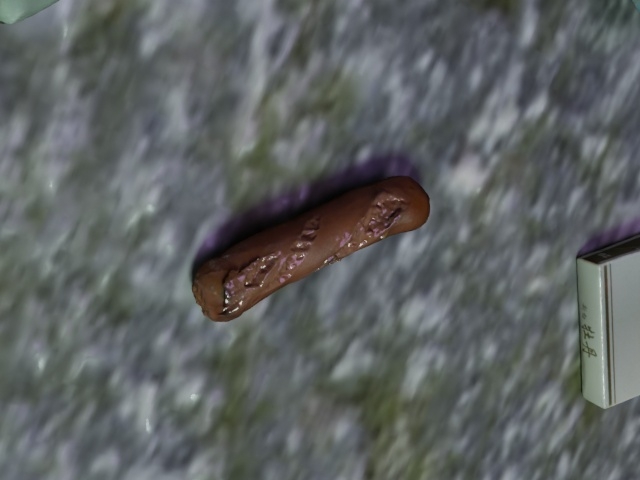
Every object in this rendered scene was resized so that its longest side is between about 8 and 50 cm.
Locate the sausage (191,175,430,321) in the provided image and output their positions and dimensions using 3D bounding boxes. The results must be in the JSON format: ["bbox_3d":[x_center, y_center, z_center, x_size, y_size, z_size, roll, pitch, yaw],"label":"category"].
[{"bbox_3d":[0.000,0.000,0.635,0.158,0.042,0.036,-24,78,-30],"label":"sausage"}]

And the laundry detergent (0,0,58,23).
[{"bbox_3d":[-0.145,-0.231,0.440,0.143,0.094,0.289,-31,122,-32],"label":"laundry detergent"}]

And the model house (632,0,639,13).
[{"bbox_3d":[0.255,-0.265,0.656,0.178,0.271,0.206,-27,81,-25],"label":"model house"}]

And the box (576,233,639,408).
[{"bbox_3d":[0.264,0.038,0.834,0.198,0.029,0.109,-18,112,-31],"label":"box"}]
